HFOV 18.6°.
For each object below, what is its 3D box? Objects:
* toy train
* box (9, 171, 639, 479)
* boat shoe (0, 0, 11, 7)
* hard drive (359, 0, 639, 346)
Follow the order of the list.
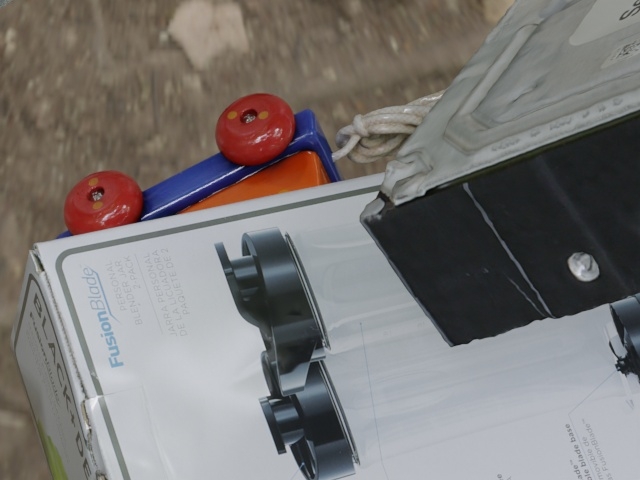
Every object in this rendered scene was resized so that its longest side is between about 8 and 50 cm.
[{"bbox_3d":[0.000,0.000,0.982,0.248,0.143,0.105,-27,134,-1],"label":"toy train"},{"bbox_3d":[0.043,0.062,0.750,0.290,0.087,0.169,-13,68,-22],"label":"box"},{"bbox_3d":[-0.236,-0.309,1.322,0.105,0.113,0.306,-34,123,-32],"label":"boat shoe"},{"bbox_3d":[0.190,-0.096,0.570,0.339,0.237,0.064,-21,112,43],"label":"hard drive"}]
